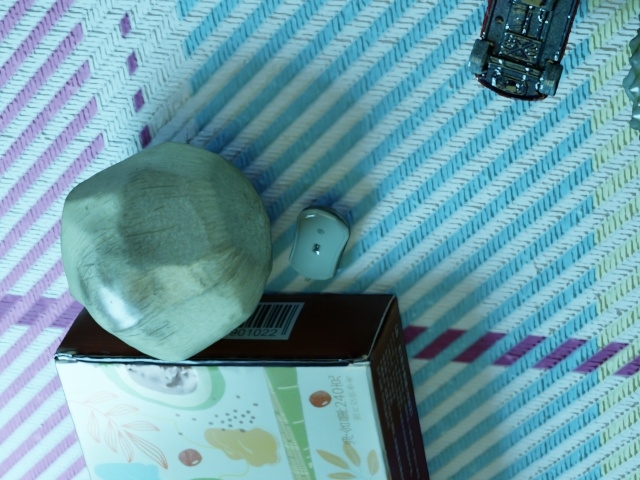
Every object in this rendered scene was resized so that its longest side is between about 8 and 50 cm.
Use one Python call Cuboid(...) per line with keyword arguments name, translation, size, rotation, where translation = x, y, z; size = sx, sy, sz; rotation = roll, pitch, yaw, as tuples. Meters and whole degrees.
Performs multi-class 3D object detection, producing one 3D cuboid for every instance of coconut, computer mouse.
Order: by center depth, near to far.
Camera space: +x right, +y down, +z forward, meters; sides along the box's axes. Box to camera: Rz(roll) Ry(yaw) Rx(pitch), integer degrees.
Cuboid(name="coconut", translation=(-0.157, 0.016, 1.814), size=(0.224, 0.224, 0.224), rotation=(9, 125, 13))
Cuboid(name="computer mouse", translation=(0.000, 0.000, 1.850), size=(0.056, 0.032, 0.110), rotation=(22, 137, 5))

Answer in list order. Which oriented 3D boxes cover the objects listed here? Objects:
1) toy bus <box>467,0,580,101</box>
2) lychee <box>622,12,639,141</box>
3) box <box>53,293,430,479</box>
Cuboid(name="toy bus", translation=(0.190, -0.218, 1.598), size=(0.081, 0.089, 0.195), rotation=(17, 126, 8))
Cuboid(name="lychee", translation=(0.383, -0.146, 1.502), size=(0.255, 0.255, 0.274), rotation=(45, 156, -13))
Cuboid(name="box", translation=(-0.067, 0.244, 1.982), size=(0.344, 0.122, 0.385), rotation=(0, 123, 18))
